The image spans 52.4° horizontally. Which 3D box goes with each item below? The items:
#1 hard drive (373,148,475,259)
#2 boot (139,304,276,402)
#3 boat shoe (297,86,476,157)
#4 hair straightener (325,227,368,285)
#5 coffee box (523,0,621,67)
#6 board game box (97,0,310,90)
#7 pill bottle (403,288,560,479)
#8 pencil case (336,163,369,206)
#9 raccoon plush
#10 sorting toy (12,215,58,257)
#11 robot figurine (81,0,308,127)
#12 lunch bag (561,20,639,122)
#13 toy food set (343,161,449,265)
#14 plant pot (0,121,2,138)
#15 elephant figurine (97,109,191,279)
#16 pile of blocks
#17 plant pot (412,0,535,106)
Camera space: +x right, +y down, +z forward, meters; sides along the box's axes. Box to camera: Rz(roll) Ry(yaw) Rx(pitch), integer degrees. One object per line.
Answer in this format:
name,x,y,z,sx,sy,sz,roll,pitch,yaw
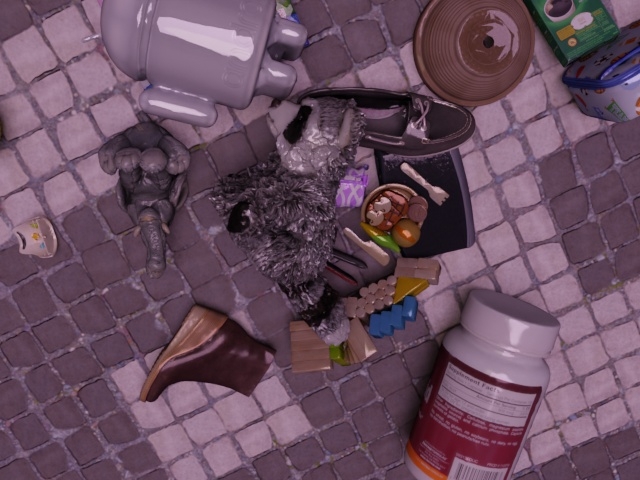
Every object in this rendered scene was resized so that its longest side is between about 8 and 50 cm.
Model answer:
hard drive,0.210,-0.084,1.290,0.171,0.054,0.255,-13,112,11
boot,-0.236,0.276,1.352,0.206,0.090,0.248,34,96,-9
boat shoe,0.116,-0.223,1.198,0.335,0.095,0.112,5,77,13
hair straightener,0.000,0.000,1.331,0.230,0.047,0.089,31,100,-7
coffee box,0.463,-0.432,1.221,0.113,0.040,0.184,-29,82,3
board game box,-0.227,-0.437,1.187,0.318,0.066,0.318,-26,105,3
pill bottle,0.332,0.315,1.337,0.224,0.224,0.392,15,102,-8
pencil case,-0.007,-0.110,1.273,0.206,0.088,0.087,1,83,-3
raccoon plush,0.014,-0.053,1.180,0.299,0.216,0.446,-34,128,4
sorting toy,-0.567,-0.006,1.284,0.075,0.045,0.083,-11,105,6
robot figurine,-0.203,-0.341,1.075,0.353,0.200,0.300,14,84,-8
lunch bag,0.618,-0.339,1.184,0.303,0.243,0.115,-34,104,5
toy food set,0.143,-0.046,1.253,0.132,0.038,0.192,37,107,-10
plant pot,-0.646,-0.208,1.197,0.134,0.095,0.134,-1,104,-5
elephant figurine,-0.324,-0.086,1.232,0.169,0.186,0.240,22,134,24
pile of blocks,0.105,0.170,1.332,0.362,0.112,0.149,-32,62,6
plant pot,0.300,-0.370,1.222,0.237,0.110,0.238,-1,104,-5
